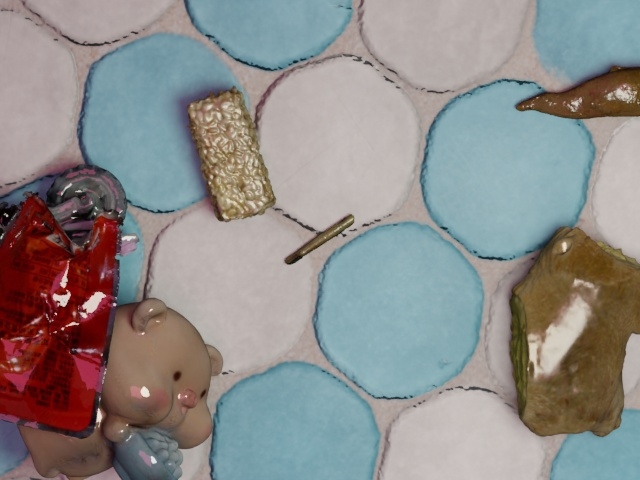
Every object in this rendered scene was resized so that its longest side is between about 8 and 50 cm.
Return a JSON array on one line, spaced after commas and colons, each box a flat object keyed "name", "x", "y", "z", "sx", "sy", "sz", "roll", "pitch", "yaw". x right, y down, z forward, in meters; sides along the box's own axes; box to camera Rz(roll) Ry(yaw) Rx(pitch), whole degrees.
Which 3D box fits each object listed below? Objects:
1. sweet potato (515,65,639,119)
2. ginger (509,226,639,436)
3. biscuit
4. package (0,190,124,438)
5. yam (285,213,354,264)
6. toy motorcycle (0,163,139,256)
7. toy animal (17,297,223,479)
[{"name": "sweet potato", "x": 0.360, "y": -0.183, "z": 1.668, "sx": 0.226, "sy": 0.068, "sz": 0.068, "roll": -9, "pitch": 95, "yaw": 2}, {"name": "ginger", "x": 0.337, "y": 0.119, "z": 1.663, "sx": 0.221, "sy": 0.130, "sz": 0.275, "roll": -12, "pitch": 100, "yaw": -8}, {"name": "biscuit", "x": -0.114, "y": -0.106, "z": 1.673, "sx": 0.082, "sy": 0.070, "sz": 0.168, "roll": -17, "pitch": 97, "yaw": 5}, {"name": "package", "x": -0.325, "y": 0.080, "z": 1.547, "sx": 0.194, "sy": 0.071, "sz": 0.269, "roll": 12, "pitch": 74, "yaw": 14}, {"name": "yam", "x": 0.000, "y": 0.000, "z": 1.708, "sx": 0.107, "sy": 0.014, "sz": 0.014, "roll": -34, "pitch": 94, "yaw": 3}, {"name": "toy motorcycle", "x": -0.376, "y": 0.043, "z": 1.652, "sx": 0.327, "sy": 0.143, "sz": 0.188, "roll": -25, "pitch": 87, "yaw": -8}, {"name": "toy animal", "x": -0.252, "y": 0.192, "z": 1.644, "sx": 0.221, "sy": 0.210, "sz": 0.229, "roll": 2, "pitch": 71, "yaw": 23}]
